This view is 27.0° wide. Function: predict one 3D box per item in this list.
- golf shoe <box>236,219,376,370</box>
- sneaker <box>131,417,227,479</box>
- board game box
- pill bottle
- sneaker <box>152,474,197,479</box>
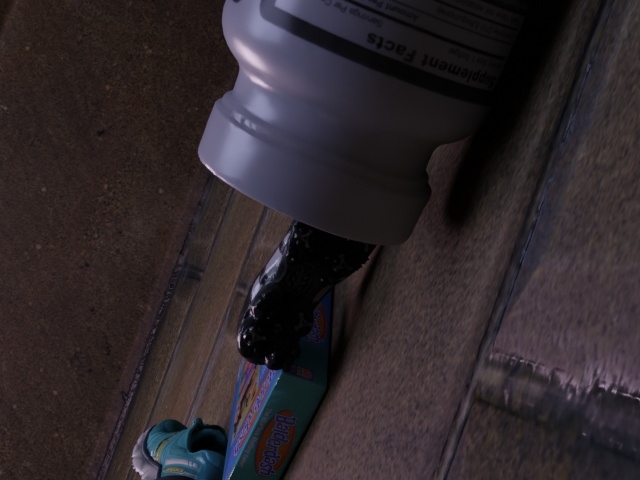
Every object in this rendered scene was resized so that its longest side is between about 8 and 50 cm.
[{"bbox_3d":[-0.016,0.020,1.186,0.198,0.077,0.094,-53,15,-6],"label":"golf shoe"},{"bbox_3d":[-0.150,0.264,1.581,0.110,0.107,0.275,-50,14,-2],"label":"sneaker"},{"bbox_3d":[-0.040,0.132,1.289,0.210,0.047,0.160,-85,19,-59],"label":"board game box"},{"bbox_3d":[0.054,-0.196,0.945,0.210,0.210,0.363,-100,32,-72],"label":"pill bottle"},{"bbox_3d":[-0.193,0.408,1.349,0.139,0.125,0.341,-178,106,-75],"label":"sneaker"}]
